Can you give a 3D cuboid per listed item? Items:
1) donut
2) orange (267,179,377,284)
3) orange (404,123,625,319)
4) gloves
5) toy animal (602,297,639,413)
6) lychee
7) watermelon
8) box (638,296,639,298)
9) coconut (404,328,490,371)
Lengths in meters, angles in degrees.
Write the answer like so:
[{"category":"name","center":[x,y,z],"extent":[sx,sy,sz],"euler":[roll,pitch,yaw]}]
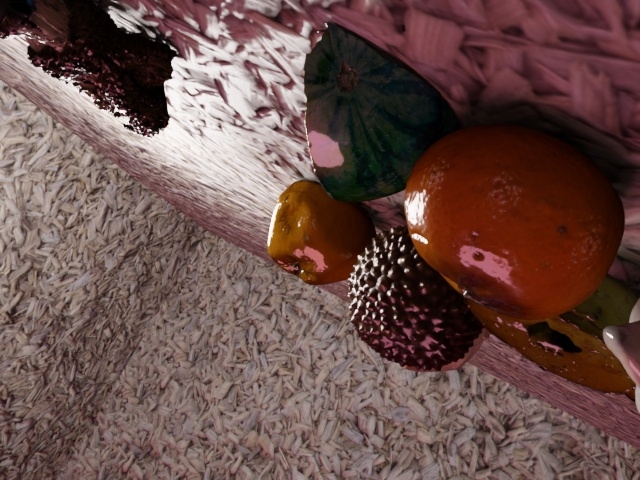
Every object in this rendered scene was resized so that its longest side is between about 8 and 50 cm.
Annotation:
[{"category":"donut","center":[0.342,0.109,0.820],"extent":[0.272,0.107,0.272],"euler":[35,168,8]},{"category":"orange","center":[0.000,0.000,1.233],"extent":[0.249,0.183,0.249],"euler":[30,171,5]},{"category":"orange","center":[0.189,-0.016,0.611],"extent":[0.224,0.170,0.224],"euler":[26,169,6]},{"category":"gloves","center":[-0.339,-0.279,0.891],"extent":[0.210,0.135,0.312],"euler":[23,169,35]},{"category":"toy animal","center":[0.419,0.109,0.550],"extent":[0.368,0.196,0.241],"euler":[29,164,-9]},{"category":"lychee","center":[0.175,0.102,1.029],"extent":[0.267,0.267,0.267],"euler":[28,171,5]},{"category":"watermelon","center":[0.075,-0.119,0.656],"extent":[0.146,0.128,0.231],"euler":[6,160,21]},{"category":"box","center":[0.475,0.135,0.921],"extent":[0.111,0.060,0.156],"euler":[29,172,-6]},{"category":"coconut","center":[0.254,0.180,1.287],"extent":[0.224,0.234,0.224],"euler":[25,173,3]}]
